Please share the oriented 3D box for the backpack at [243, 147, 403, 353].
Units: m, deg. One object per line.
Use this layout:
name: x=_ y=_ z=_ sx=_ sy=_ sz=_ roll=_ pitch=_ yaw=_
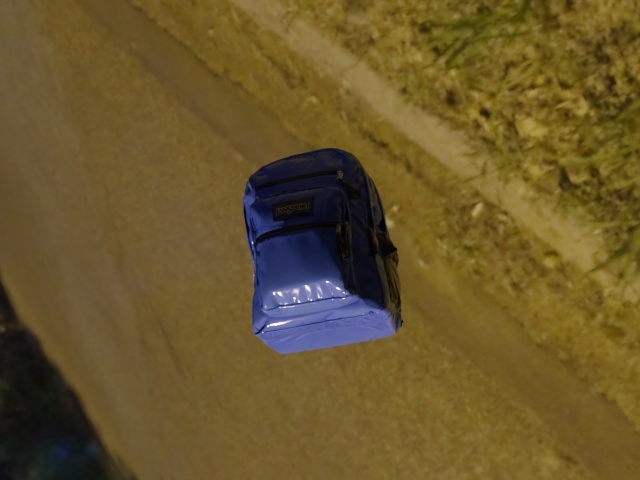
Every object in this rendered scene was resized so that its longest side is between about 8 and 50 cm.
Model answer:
backpack: x=0.000 y=0.000 z=0.651 sx=0.101 sy=0.098 sz=0.120 roll=64 pitch=-160 yaw=-66
